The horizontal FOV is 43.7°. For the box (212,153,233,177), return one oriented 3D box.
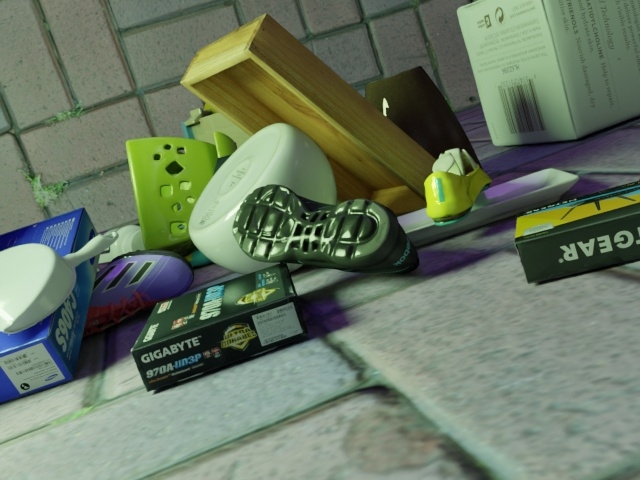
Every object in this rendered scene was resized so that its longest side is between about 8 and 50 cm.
[{"bbox_3d":[-0.081,-0.085,1.446,0.207,0.108,0.153,11,-2,-24],"label":"box"}]

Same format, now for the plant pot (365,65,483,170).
[{"bbox_3d":[0.167,-0.194,1.472,0.215,0.230,0.215,-19,9,3],"label":"plant pot"}]

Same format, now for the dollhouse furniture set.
[{"bbox_3d":[-0.116,-0.192,1.771,0.286,0.303,0.198,-10,11,43],"label":"dollhouse furniture set"}]

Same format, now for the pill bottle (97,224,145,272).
[{"bbox_3d":[-0.437,0.023,1.784,0.193,0.108,0.108,-8,14,47],"label":"pill bottle"}]

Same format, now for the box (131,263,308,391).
[{"bbox_3d":[-0.109,0.089,0.903,0.175,0.051,0.220,-18,9,-2],"label":"box"}]

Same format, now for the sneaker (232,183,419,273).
[{"bbox_3d":[0.000,0.000,0.977,0.267,0.101,0.106,13,-12,42],"label":"sneaker"}]

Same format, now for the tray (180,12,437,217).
[{"bbox_3d":[0.003,-0.173,1.251,0.202,0.411,0.076,-6,54,54],"label":"tray"}]

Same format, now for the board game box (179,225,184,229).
[{"bbox_3d":[-0.256,-0.057,1.987,0.253,0.079,0.336,-12,11,38],"label":"board game box"}]

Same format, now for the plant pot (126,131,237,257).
[{"bbox_3d":[-0.250,-0.086,1.598,0.207,0.227,0.228,-12,-9,-4],"label":"plant pot"}]

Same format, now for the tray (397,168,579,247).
[{"bbox_3d":[0.212,-0.041,1.103,0.270,0.030,0.145,-18,10,4],"label":"tray"}]

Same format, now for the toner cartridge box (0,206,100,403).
[{"bbox_3d":[-0.408,0.084,1.101,0.165,0.075,0.348,-17,30,2],"label":"toner cartridge box"}]

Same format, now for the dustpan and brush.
[{"bbox_3d":[-0.350,0.038,1.025,0.147,0.060,0.211,27,58,35],"label":"dustpan and brush"}]

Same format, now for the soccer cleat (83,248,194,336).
[{"bbox_3d":[-0.345,0.103,1.216,0.318,0.109,0.116,-14,33,4],"label":"soccer cleat"}]

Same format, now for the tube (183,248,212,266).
[{"bbox_3d":[-0.199,0.021,1.528,0.207,0.052,0.080,-20,-5,25],"label":"tube"}]

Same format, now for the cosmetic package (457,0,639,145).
[{"bbox_3d":[0.562,-0.412,1.673,0.393,0.327,0.329,-20,9,-16],"label":"cosmetic package"}]

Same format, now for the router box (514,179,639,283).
[{"bbox_3d":[0.280,-0.016,0.763,0.178,0.046,0.133,-16,10,18],"label":"router box"}]

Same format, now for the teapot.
[{"bbox_3d":[-0.058,-0.038,1.193,0.252,0.187,0.256,-35,26,32],"label":"teapot"}]

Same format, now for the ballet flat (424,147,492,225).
[{"bbox_3d":[0.181,-0.083,1.067,0.077,0.077,0.231,-16,9,21],"label":"ballet flat"}]
